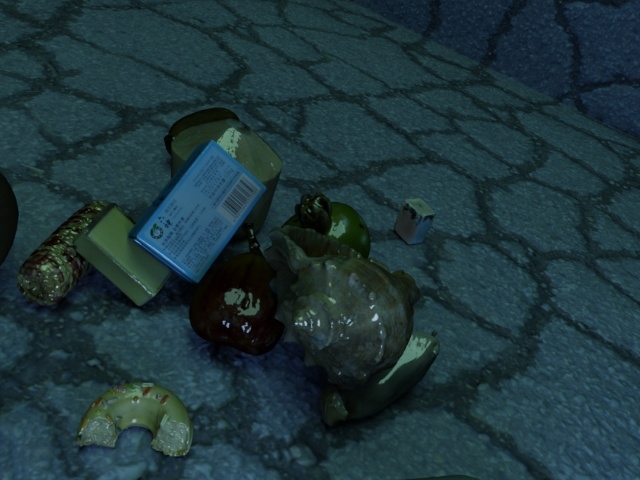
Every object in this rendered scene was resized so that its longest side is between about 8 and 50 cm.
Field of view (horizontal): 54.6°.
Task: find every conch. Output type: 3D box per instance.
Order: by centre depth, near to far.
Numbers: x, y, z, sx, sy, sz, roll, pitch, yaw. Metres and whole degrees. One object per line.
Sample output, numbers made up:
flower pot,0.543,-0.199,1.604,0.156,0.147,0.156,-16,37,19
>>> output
conch,0.028,0.104,1.034,0.297,0.210,0.352,42,8,23

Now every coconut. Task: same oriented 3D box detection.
coconut,-0.205,-0.147,1.352,0.239,0.244,0.239,9,36,-7

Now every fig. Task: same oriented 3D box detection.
fig,-0.142,0.080,1.136,0.170,0.146,0.274,10,50,-8

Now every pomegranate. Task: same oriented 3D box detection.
pomegranate,0.000,0.000,1.236,0.202,0.248,0.202,-8,52,10

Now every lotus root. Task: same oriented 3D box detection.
lotus root,-0.295,-0.270,1.593,0.122,0.124,0.241,18,33,23

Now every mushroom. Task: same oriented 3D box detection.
mushroom,0.110,0.234,1.074,0.278,0.096,0.099,-31,28,-33

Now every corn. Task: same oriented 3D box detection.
corn,-0.463,0.013,1.170,0.098,0.098,0.290,16,31,1

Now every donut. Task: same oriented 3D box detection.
donut,-0.270,0.258,0.925,0.165,0.065,0.108,8,35,-11

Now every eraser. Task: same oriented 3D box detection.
eraser,-0.360,0.025,1.148,0.172,0.058,0.117,47,31,-18

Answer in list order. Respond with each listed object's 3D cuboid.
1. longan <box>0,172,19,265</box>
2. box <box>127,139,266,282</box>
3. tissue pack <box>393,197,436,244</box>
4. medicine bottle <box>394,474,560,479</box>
longan,-0.663,-0.027,1.031,0.300,0.243,0.300,-9,57,14
box,-0.228,-0.054,1.158,0.142,0.232,0.083,42,-18,-25
tissue pack,0.227,-0.046,1.503,0.058,0.094,0.074,-12,45,-34
medicine bottle,0.181,0.402,0.738,0.289,0.245,0.245,0,38,-18
